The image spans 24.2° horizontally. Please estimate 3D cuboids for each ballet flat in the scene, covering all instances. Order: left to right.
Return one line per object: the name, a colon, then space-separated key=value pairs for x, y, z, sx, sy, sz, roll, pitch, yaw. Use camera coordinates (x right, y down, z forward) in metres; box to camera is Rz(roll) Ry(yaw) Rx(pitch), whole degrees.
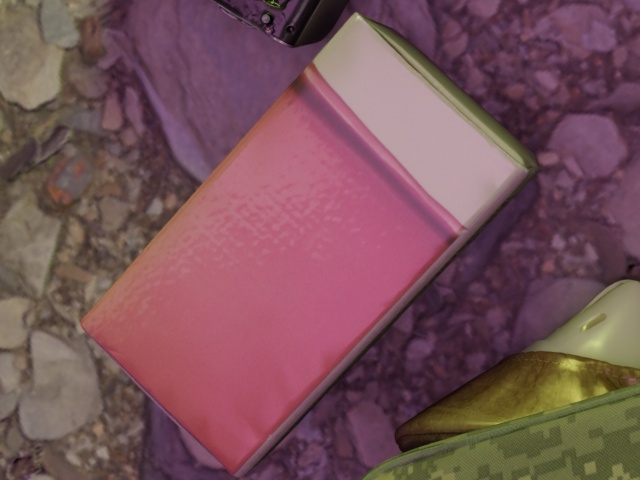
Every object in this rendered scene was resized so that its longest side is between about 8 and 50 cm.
ballet flat: x=0.217 y=0.087 z=0.846 sx=0.342 sy=0.116 sz=0.124 roll=4 pitch=76 yaw=10

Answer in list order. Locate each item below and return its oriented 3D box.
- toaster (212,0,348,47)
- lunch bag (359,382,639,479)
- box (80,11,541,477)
toaster: x=-0.035 y=-0.225 z=0.857 sx=0.168 sy=0.110 sz=0.185 roll=32 pitch=100 yaw=6
lunch bag: x=0.183 y=0.209 z=0.723 sx=0.305 sy=0.256 sz=0.212 roll=-21 pitch=49 yaw=20
box: x=0.000 y=0.000 z=0.850 sx=0.127 sy=0.148 sz=0.232 roll=43 pitch=100 yaw=5
